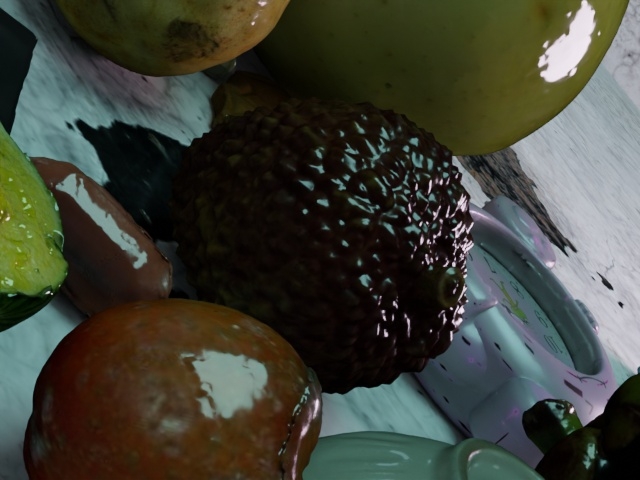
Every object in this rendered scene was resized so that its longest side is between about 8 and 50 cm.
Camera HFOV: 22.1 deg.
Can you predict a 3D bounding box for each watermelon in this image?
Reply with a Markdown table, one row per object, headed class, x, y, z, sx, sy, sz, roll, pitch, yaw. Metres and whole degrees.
| class | x | y | z | sx | sy | sz | roll | pitch | yaw |
| --- | --- | --- | --- | --- | --- | --- | --- | --- | --- |
| watermelon | -0.256 | -0.029 | 0.927 | 0.232 | 0.127 | 0.204 | 52 | 21 | 6 |

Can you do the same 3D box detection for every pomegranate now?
| class | x | y | z | sx | sy | sz | roll | pitch | yaw |
| --- | --- | --- | --- | --- | --- | --- | --- | --- | --- |
| pomegranate | -0.124 | -0.272 | 1.445 | 0.260 | 0.260 | 0.260 | 40 | 22 | -20 |

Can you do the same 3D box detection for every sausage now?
| class | x | y | z | sx | sy | sz | roll | pitch | yaw |
| --- | --- | --- | --- | --- | --- | --- | --- | --- | --- |
| sausage | -0.162 | 0.003 | 1.131 | 0.141 | 0.076 | 0.076 | 43 | 21 | -7 |

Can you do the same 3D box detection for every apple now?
| class | x | y | z | sx | sy | sz | roll | pitch | yaw |
| --- | --- | --- | --- | --- | --- | --- | --- | --- | --- |
| apple | 0.114 | -0.309 | 1.715 | 0.473 | 0.473 | 0.473 | 40 | 22 | -20 |

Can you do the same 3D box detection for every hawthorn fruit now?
| class | x | y | z | sx | sy | sz | roll | pitch | yaw |
| --- | --- | --- | --- | --- | --- | --- | --- | --- | --- |
| hawthorn fruit | -0.088 | 0.116 | 0.953 | 0.173 | 0.173 | 0.173 | 40 | 22 | -20 |

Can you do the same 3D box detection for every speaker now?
| class | x | y | z | sx | sy | sz | roll | pitch | yaw |
| --- | --- | --- | --- | --- | --- | --- | --- | --- | --- |
| speaker | -0.260 | -0.111 | 1.187 | 0.082 | 0.044 | 0.218 | 38 | 23 | -23 |

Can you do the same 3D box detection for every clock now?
| class | x | y | z | sx | sy | sz | roll | pitch | yaw |
| --- | --- | --- | --- | --- | --- | --- | --- | --- | --- |
| clock | 0.172 | 0.086 | 1.582 | 0.295 | 0.113 | 0.322 | 15 | 38 | -55 |

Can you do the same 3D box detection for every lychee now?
| class | x | y | z | sx | sy | sz | roll | pitch | yaw |
| --- | --- | --- | --- | --- | --- | --- | --- | --- | --- |
| lychee | 0.000 | 0.000 | 1.256 | 0.271 | 0.236 | 0.236 | 30 | 4 | 43 |

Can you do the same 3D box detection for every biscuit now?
| class | x | y | z | sx | sy | sz | roll | pitch | yaw |
| --- | --- | --- | --- | --- | --- | --- | --- | --- | --- |
| biscuit | -0.035 | -0.091 | 1.602 | 0.182 | 0.034 | 0.215 | 46 | 21 | -2 |

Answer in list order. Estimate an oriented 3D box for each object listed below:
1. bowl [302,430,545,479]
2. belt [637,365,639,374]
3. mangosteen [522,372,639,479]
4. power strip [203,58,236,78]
| class | x | y | z | sx | sy | sz | roll | pitch | yaw |
| --- | --- | --- | --- | --- | --- | --- | --- | --- | --- |
| bowl | 0.087 | 0.235 | 1.086 | 0.337 | 0.157 | 0.337 | 39 | 22 | -19 |
| belt | 0.398 | 0.179 | 1.931 | 0.100 | 0.065 | 0.179 | 51 | 17 | -13 |
| mangosteen | 0.288 | 0.235 | 1.322 | 0.233 | 0.287 | 0.287 | -6 | 51 | -31 |
| power strip | -0.137 | -0.262 | 1.709 | 0.092 | 0.034 | 0.268 | 35 | 24 | -28 |
